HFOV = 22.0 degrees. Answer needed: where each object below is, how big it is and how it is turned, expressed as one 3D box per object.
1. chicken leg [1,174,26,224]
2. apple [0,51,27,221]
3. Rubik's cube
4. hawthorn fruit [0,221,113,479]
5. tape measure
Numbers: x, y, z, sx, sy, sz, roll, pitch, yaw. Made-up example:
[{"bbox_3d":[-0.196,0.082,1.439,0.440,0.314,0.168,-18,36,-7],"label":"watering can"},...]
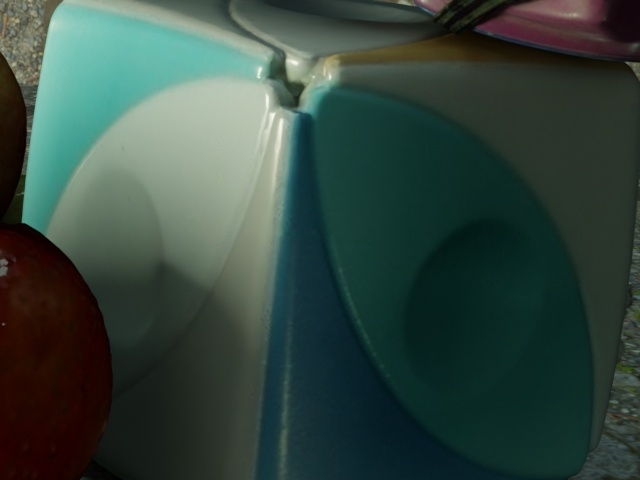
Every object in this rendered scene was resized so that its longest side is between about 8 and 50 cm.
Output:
[{"bbox_3d":[-0.367,0.011,1.561,0.429,0.152,0.201,3,18,29],"label":"chicken leg"},{"bbox_3d":[-0.396,-0.082,1.355,0.302,0.301,0.301,4,13,-1],"label":"apple"},{"bbox_3d":[0.000,0.000,1.229,0.347,0.351,0.352,-4,20,-36],"label":"Rubik's cube"},{"bbox_3d":[-0.239,0.116,1.003,0.230,0.266,0.210,-16,-33,20],"label":"hawthorn fruit"},{"bbox_3d":[0.156,-0.207,1.110,0.232,0.149,0.245,18,18,30],"label":"tape measure"}]
